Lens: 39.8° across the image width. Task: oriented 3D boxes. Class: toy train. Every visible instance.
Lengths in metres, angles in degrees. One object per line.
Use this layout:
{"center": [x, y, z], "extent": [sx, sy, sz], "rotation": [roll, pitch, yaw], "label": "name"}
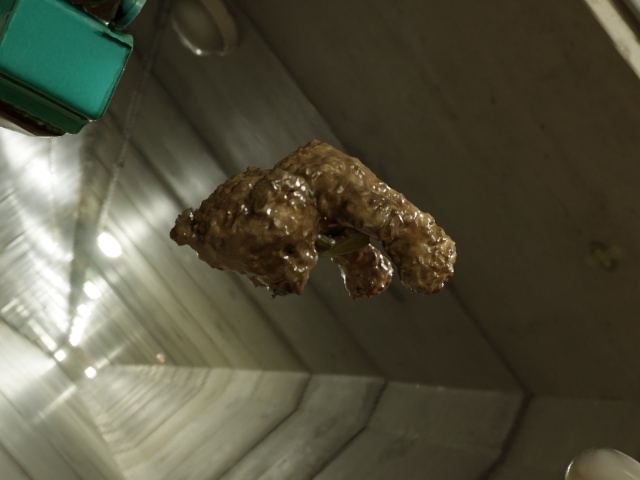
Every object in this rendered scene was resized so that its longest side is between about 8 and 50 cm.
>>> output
{"center": [-0.203, -0.155, 0.614], "extent": [0.198, 0.107, 0.154], "rotation": [15, -98, 46], "label": "toy train"}

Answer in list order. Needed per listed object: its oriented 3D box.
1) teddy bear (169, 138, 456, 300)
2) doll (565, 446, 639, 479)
{"center": [0.005, 0.008, 1.037], "extent": [0.246, 0.296, 0.222], "rotation": [-15, -146, 43], "label": "teddy bear"}
{"center": [0.412, 0.337, 0.714], "extent": [0.366, 0.376, 0.187], "rotation": [-4, 155, -2], "label": "doll"}
